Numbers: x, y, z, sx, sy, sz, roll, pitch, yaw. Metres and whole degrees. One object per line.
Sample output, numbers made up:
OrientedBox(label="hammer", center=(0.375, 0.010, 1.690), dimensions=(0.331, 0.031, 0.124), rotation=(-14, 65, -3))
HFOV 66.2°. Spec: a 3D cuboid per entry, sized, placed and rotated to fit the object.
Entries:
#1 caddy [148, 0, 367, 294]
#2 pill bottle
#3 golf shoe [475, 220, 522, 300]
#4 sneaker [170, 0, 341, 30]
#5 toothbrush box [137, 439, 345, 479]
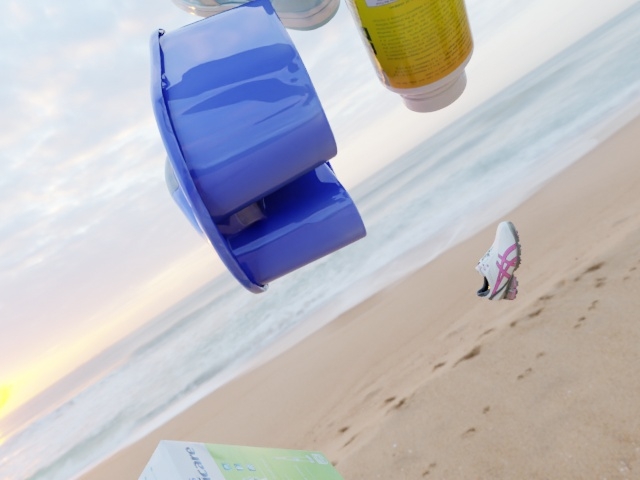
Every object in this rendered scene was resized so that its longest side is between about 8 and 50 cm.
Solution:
OrientedBox(label="caddy", center=(-0.087, -0.103, 0.536), dimensions=(0.179, 0.241, 0.341), rotation=(-22, 45, 1))
OrientedBox(label="pill bottle", center=(0.098, -0.244, 0.535), dimensions=(0.117, 0.215, 0.117), rotation=(-14, 53, 20))
OrientedBox(label="golf shoe", center=(0.379, 0.048, 1.050), dimensions=(0.086, 0.186, 0.067), rotation=(-2, 22, 3))
OrientedBox(label="sneaker", center=(-0.132, -0.429, 0.702), dimensions=(0.208, 0.319, 0.127), rotation=(59, -131, -65))
OrientedBox(label="toothbrush box", center=(-0.105, 0.374, 0.600), dimensions=(0.122, 0.283, 0.206), rotation=(33, 93, 48))
